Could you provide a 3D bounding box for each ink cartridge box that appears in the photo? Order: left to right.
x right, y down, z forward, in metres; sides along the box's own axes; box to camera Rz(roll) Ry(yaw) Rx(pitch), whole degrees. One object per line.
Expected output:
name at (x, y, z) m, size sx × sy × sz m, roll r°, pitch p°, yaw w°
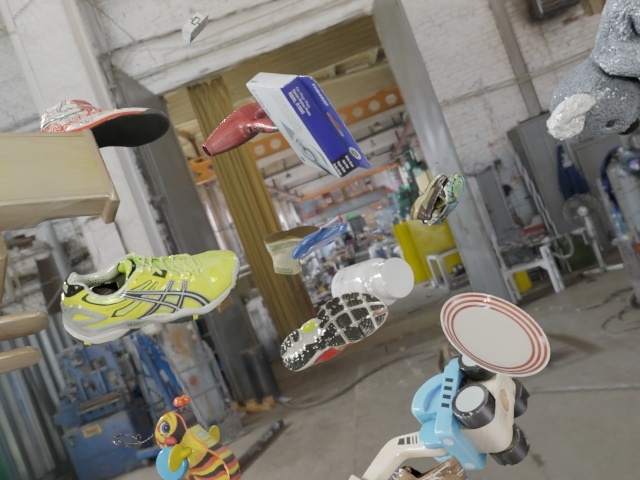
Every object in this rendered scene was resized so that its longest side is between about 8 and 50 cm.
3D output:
ink cartridge box at (-0.339, -0.581, 1.535) m, size 0.083 × 0.028 × 0.048 m, roll -57°, pitch 3°, yaw -24°
ink cartridge box at (-0.025, -0.219, 1.088) m, size 0.045 × 0.223 × 0.224 m, roll -45°, pitch 32°, yaw -11°

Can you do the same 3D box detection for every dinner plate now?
dinner plate at (0.219, 0.119, 0.718) m, size 0.141 × 0.141 × 0.017 m, roll -21°, pitch -40°, yaw -39°

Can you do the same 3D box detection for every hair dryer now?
hair dryer at (-0.154, -0.284, 1.345) m, size 0.294 × 0.080 × 0.223 m, roll -26°, pitch 19°, yaw 13°

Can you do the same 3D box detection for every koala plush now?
koala plush at (0.430, -0.235, 0.829) m, size 0.221 × 0.203 × 0.196 m, roll -43°, pitch -2°, yaw 34°

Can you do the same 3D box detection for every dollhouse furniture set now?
dollhouse furniture set at (-0.562, -0.007, 1.048) m, size 0.257 × 0.362 × 0.394 m, roll -9°, pitch -31°, yaw -38°

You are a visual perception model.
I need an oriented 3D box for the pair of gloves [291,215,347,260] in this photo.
pair of gloves at (0.000, 0.000, 1.434) m, size 0.159 × 0.023 × 0.198 m, roll -36°, pitch -12°, yaw 2°

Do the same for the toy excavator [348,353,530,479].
toy excavator at (0.313, 0.533, 1.554) m, size 0.445 × 0.222 × 0.432 m, roll -25°, pitch 26°, yaw 37°

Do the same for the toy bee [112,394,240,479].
toy bee at (-0.296, 0.428, 1.215) m, size 0.298 × 0.162 × 0.195 m, roll 20°, pitch 4°, yaw -3°

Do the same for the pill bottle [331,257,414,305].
pill bottle at (0.138, 0.116, 1.495) m, size 0.131 × 0.131 × 0.229 m, roll -21°, pitch -2°, yaw -31°

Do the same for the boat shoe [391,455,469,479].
boat shoe at (0.147, 0.398, 0.913) m, size 0.183 × 0.066 × 0.066 m, roll -22°, pitch -18°, yaw 6°

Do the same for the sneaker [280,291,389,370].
sneaker at (0.037, 0.198, 1.256) m, size 0.279 × 0.107 × 0.118 m, roll -32°, pitch -22°, yaw 25°

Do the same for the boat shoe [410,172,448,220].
boat shoe at (0.238, -0.086, 1.189) m, size 0.152 × 0.049 × 0.056 m, roll -49°, pitch -26°, yaw -36°

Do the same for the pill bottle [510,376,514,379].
pill bottle at (0.525, 0.332, 1.678) m, size 0.103 × 0.184 × 0.103 m, roll -12°, pitch 36°, yaw 9°

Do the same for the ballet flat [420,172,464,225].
ballet flat at (0.275, -0.087, 1.307) m, size 0.070 × 0.070 × 0.188 m, roll -21°, pitch -26°, yaw -17°

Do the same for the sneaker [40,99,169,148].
sneaker at (-0.470, -0.261, 1.222) m, size 0.270 × 0.145 × 0.090 m, roll -18°, pitch -39°, yaw -7°

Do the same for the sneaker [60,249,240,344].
sneaker at (-0.344, 0.094, 1.195) m, size 0.385 × 0.145 × 0.147 m, roll -21°, pitch -43°, yaw -28°

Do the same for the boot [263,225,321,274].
boot at (-0.080, 0.038, 2.019) m, size 0.213 × 0.165 × 0.077 m, roll -10°, pitch 35°, yaw 6°
